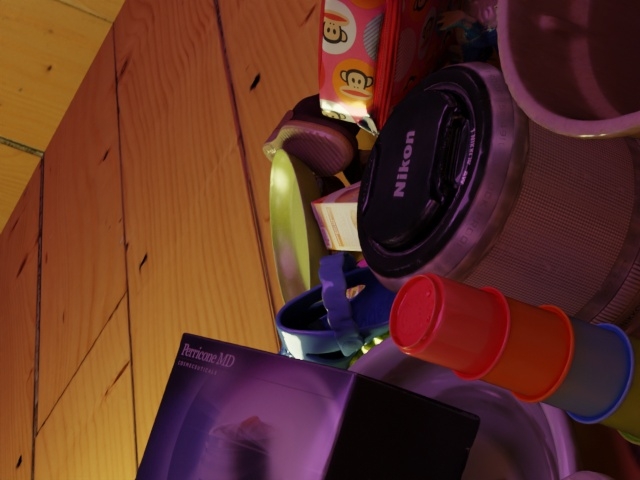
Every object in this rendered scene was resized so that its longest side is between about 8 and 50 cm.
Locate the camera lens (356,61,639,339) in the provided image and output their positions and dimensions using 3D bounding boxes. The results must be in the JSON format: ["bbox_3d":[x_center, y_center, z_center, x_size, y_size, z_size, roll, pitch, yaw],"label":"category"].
[{"bbox_3d":[0.188,-0.026,1.088,0.219,0.274,0.219,-41,38,44],"label":"camera lens"}]

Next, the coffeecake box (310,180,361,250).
[{"bbox_3d":[0.097,-0.042,1.416,0.185,0.142,0.068,2,113,63],"label":"coffeecake box"}]

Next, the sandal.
[{"bbox_3d":[0.004,0.104,1.350,0.317,0.138,0.126,-48,36,37],"label":"sandal"}]

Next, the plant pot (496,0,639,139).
[{"bbox_3d":[0.351,-0.178,0.847,0.334,0.305,0.334,-42,37,43],"label":"plant pot"}]

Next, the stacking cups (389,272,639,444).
[{"bbox_3d":[0.195,0.103,0.941,0.096,0.316,0.096,-44,37,46],"label":"stacking cups"}]

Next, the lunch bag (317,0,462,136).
[{"bbox_3d":[0.090,-0.266,1.453,0.293,0.120,0.258,-53,-25,-50],"label":"lunch bag"}]

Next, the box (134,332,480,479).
[{"bbox_3d":[-0.041,0.264,1.142,0.296,0.183,0.294,5,73,52],"label":"box"}]

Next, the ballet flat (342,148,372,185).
[{"bbox_3d":[0.070,-0.077,1.599,0.074,0.074,0.203,-55,24,27],"label":"ballet flat"}]

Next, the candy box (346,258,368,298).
[{"bbox_3d":[0.071,0.135,1.431,0.159,0.071,0.233,-30,46,51],"label":"candy box"}]

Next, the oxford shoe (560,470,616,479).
[{"bbox_3d":[0.236,0.393,0.866,0.169,0.130,0.449,-46,39,43],"label":"oxford shoe"}]

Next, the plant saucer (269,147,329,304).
[{"bbox_3d":[-0.027,-0.006,1.578,0.241,0.037,0.241,173,90,-77],"label":"plant saucer"}]

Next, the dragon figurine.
[{"bbox_3d":[0.235,-0.251,1.368,0.289,0.144,0.085,-13,57,37],"label":"dragon figurine"}]

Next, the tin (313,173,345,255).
[{"bbox_3d":[0.000,0.000,1.654,0.106,0.040,0.190,29,115,60],"label":"tin"}]

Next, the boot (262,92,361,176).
[{"bbox_3d":[0.036,-0.184,1.623,0.207,0.090,0.248,-41,19,-16],"label":"boot"}]

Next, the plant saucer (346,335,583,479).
[{"bbox_3d":[0.118,0.282,1.168,0.400,0.100,0.400,-27,51,40],"label":"plant saucer"}]
